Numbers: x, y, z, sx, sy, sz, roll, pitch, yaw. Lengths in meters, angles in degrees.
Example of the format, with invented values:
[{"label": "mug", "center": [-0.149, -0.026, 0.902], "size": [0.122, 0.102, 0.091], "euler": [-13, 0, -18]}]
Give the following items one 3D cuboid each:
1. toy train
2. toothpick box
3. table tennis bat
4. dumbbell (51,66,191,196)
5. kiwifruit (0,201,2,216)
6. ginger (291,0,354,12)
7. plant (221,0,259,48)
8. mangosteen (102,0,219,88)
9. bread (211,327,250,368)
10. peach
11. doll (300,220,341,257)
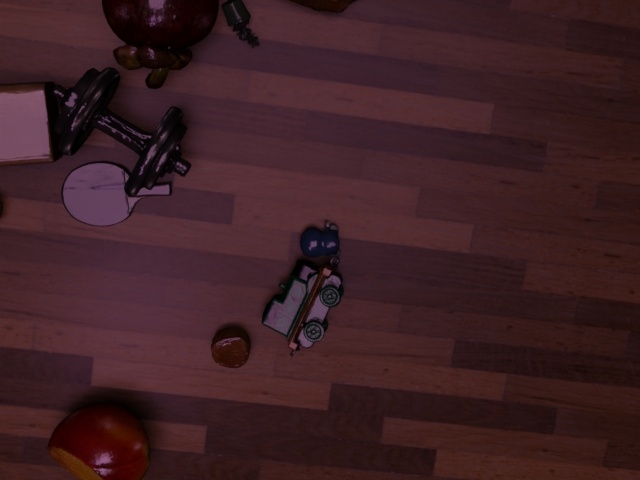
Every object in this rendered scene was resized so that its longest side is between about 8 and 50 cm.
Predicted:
[{"label": "toy train", "center": [-0.034, 0.127, 1.863], "size": [0.136, 0.091, 0.228], "euler": [23, 98, 3]}, {"label": "toothpick box", "center": [-0.657, -0.213, 1.718], "size": [0.308, 0.190, 0.187], "euler": [-5, 100, -8]}, {"label": "table tennis bat", "center": [-0.408, -0.095, 1.832], "size": [0.220, 0.019, 0.130], "euler": [-4, 102, -2]}, {"label": "dumbbell", "center": [-0.375, -0.205, 1.727], "size": [0.290, 0.192, 0.192], "euler": [31, 97, -10]}, {"label": "kiwifruit", "center": [-0.687, -0.072, 1.791], "size": [0.124, 0.075, 0.075], "euler": [25, 98, -4]}, {"label": "ginger", "center": [-0.040, -0.518, 1.738], "size": [0.309, 0.107, 0.133], "euler": [27, 74, -7]}, {"label": "plant", "center": [-0.153, -0.420, 1.776], "size": [0.051, 0.051, 0.102], "euler": [-25, 115, 1]}, {"label": "mangosteen", "center": [-0.302, -0.408, 1.688], "size": [0.215, 0.215, 0.258], "euler": [13, 110, -6]}, {"label": "bread", "center": [-0.185, 0.220, 1.887], "size": [0.085, 0.053, 0.085], "euler": [-2, 113, -4]}, {"label": "peach", "center": [-0.445, 0.427, 1.840], "size": [0.192, 0.190, 0.190], "euler": [-15, 102, -20]}, {"label": "doll", "center": [0.000, 0.000, 1.862], "size": [0.083, 0.050, 0.076], "euler": [-3, 96, -1]}]
